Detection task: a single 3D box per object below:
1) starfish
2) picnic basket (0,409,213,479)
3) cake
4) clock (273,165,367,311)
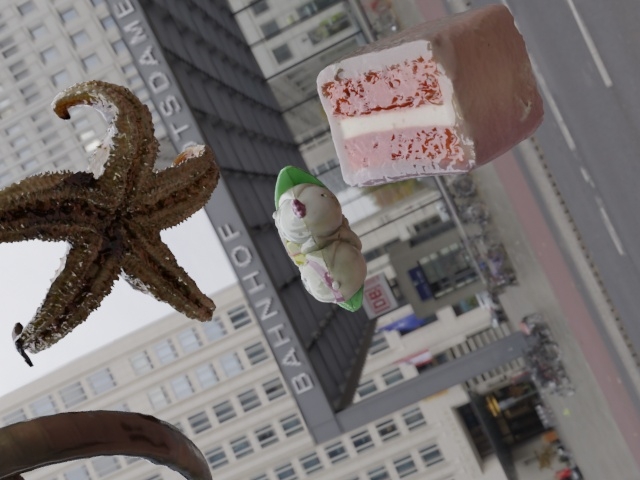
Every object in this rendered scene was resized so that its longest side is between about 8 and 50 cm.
[{"bbox_3d":[-0.218,-0.003,0.795,0.113,0.303,0.312,20,165,39],"label":"starfish"},{"bbox_3d":[-0.221,0.223,0.528,0.293,0.337,0.337,63,-174,-56],"label":"picnic basket"},{"bbox_3d":[0.179,-0.232,1.280,0.230,0.309,0.237,-34,-70,-39],"label":"cake"},{"bbox_3d":[0.000,0.000,1.102,0.231,0.103,0.144,61,-171,-12],"label":"clock"}]
